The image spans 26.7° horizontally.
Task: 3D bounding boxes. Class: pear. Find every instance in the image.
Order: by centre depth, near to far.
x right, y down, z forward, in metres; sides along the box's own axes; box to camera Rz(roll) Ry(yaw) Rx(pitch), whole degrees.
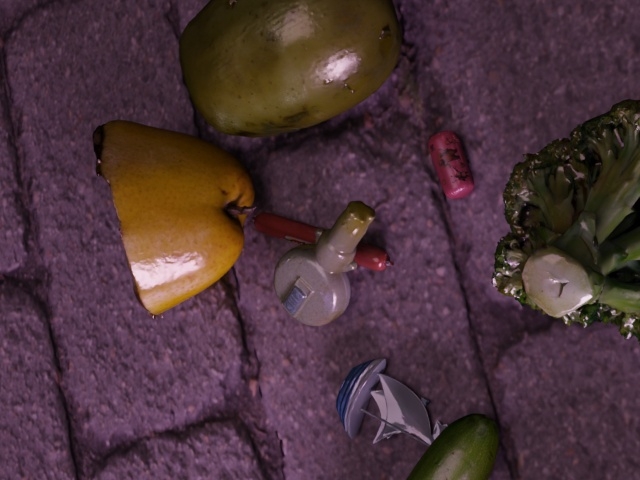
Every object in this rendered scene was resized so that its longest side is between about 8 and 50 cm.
[{"bbox_3d":[-0.171,-0.045,1.749,0.178,0.267,0.267,-14,78,1],"label":"pear"}]

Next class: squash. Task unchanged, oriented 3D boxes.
[{"bbox_3d":[0.120,0.327,1.583,0.082,0.082,0.292,39,109,28],"label":"squash"}]

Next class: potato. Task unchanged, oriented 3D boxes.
[{"bbox_3d":[-0.037,-0.239,1.645,0.304,0.216,0.216,-29,72,41],"label":"potato"}]

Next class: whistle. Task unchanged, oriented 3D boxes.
[{"bbox_3d":[0.006,0.028,1.654,0.104,0.057,0.198,46,134,13],"label":"whistle"}]

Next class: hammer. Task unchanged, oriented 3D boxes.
[{"bbox_3d":[0.157,-0.090,1.605,0.043,0.043,0.083,-26,72,30],"label":"hammer"}]

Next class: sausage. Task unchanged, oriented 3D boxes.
[{"bbox_3d":[0.000,0.000,1.709,0.223,0.029,0.029,18,98,33],"label":"sausage"}]

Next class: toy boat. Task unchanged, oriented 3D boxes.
[{"bbox_3d":[0.083,0.197,1.641,0.149,0.034,0.105,1,90,34],"label":"toy boat"}]

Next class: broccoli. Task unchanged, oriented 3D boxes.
[{"bbox_3d":[0.288,-0.007,1.380,0.254,0.269,0.269,11,94,27],"label":"broccoli"}]
